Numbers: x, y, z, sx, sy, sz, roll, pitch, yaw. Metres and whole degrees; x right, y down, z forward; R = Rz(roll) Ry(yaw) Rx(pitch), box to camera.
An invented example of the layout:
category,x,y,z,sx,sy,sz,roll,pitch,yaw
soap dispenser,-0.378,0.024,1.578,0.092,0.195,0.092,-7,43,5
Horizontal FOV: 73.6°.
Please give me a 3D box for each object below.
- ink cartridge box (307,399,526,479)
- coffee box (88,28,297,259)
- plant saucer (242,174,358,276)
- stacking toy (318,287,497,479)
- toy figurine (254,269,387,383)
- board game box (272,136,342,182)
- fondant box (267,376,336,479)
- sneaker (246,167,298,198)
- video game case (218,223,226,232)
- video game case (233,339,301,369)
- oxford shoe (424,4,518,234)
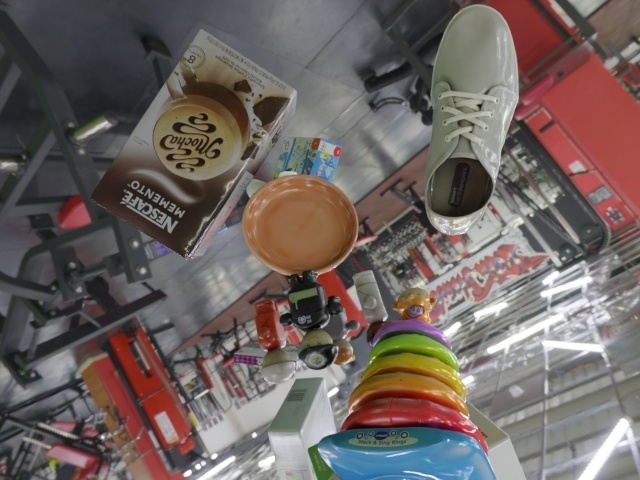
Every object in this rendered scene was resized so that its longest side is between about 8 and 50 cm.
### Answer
category,x,y,z,sx,sy,sz,roll,pitch,yaw
ink cartridge box,0.140,0.360,0.669,0.273,0.114,0.198,-25,-168,-10
coffee box,-0.186,-0.138,0.668,0.297,0.168,0.119,-58,-176,-3
plant saucer,-0.035,-0.025,0.748,0.200,0.200,0.037,-29,158,-19
stacking toy,0.120,0.169,0.558,0.175,0.165,0.301,-13,-145,24
toy figurine,0.007,0.151,0.733,0.210,0.148,0.213,3,152,-36
board game box,-0.074,-0.204,1.505,0.086,0.301,0.308,14,-174,-30
fondant box,-0.027,0.581,1.162,0.096,0.329,0.238,-9,-168,17
sneaker,-0.126,-0.165,1.282,0.094,0.235,0.152,-20,137,-40
video game case,-0.346,-0.073,1.148,0.119,0.166,0.015,-29,167,-25
video game case,-0.174,0.421,1.588,0.232,0.041,0.210,3,-179,11
oxford shoe,0.288,-0.229,0.833,0.169,0.448,0.130,9,-173,19
